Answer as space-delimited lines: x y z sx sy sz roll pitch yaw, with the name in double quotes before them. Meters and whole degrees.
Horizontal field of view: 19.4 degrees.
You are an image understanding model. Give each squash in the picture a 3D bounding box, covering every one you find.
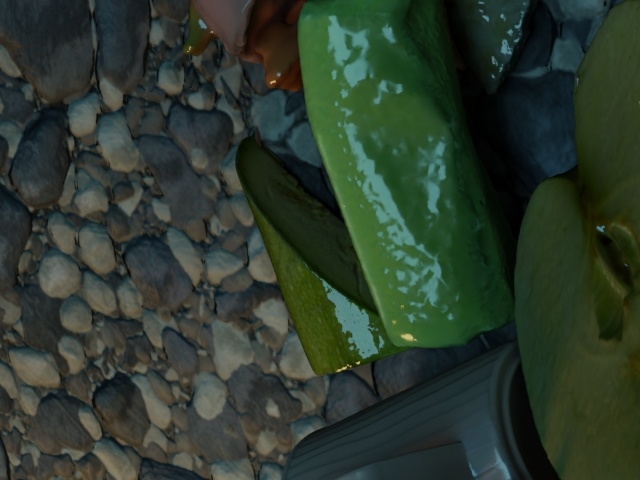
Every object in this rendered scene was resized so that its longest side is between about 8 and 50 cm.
"squash" 0.000 0.000 1.820 0.169 0.093 0.252 -19 91 43

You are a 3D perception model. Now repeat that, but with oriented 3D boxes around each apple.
"apple" 0.259 0.028 1.450 0.312 0.320 0.360 -30 41 14

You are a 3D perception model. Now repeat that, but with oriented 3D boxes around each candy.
"candy" 0.082 -0.070 1.684 0.142 0.132 0.343 -11 101 28

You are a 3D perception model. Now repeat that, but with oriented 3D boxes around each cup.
"cup" 0.103 0.212 1.688 0.273 0.288 0.208 -30 44 38

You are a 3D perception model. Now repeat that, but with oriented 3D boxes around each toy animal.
"toy animal" -0.094 -0.277 1.768 0.195 0.169 0.281 -45 62 -6

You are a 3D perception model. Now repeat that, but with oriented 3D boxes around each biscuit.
"biscuit" 0.164 -0.280 1.633 0.141 0.038 0.289 43 130 26

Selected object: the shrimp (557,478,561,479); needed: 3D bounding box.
"shrimp" 0.244 0.198 1.584 0.052 0.251 0.143 -43 54 41
